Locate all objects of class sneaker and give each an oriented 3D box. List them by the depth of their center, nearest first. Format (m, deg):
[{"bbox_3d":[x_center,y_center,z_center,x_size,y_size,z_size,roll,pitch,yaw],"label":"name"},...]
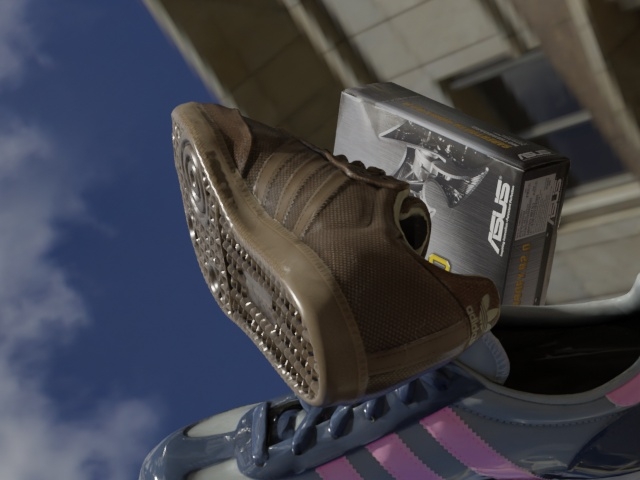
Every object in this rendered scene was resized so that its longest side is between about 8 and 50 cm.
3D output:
[{"bbox_3d":[0.000,0.000,0.668,0.071,0.188,0.066,-13,-58,-15],"label":"sneaker"},{"bbox_3d":[0.049,0.084,1.006,0.319,0.112,0.131,-11,-52,-1],"label":"sneaker"}]

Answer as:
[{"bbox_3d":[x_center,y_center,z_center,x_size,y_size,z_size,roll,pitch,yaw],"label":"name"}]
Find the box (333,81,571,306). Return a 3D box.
[{"bbox_3d":[0.082,0.019,1.377,0.056,0.183,0.231,-16,-57,-43],"label":"box"}]
